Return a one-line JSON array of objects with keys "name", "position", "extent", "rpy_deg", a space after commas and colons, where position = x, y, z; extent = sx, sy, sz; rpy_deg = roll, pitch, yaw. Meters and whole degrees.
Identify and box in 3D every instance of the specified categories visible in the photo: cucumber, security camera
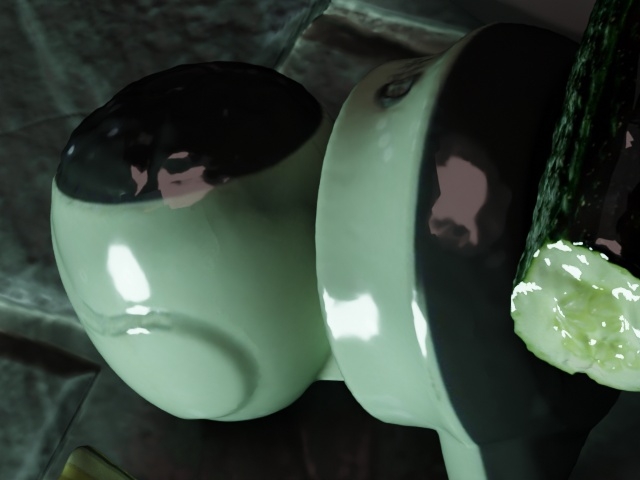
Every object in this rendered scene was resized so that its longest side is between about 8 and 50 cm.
[{"name": "cucumber", "position": [0.136, -0.062, 0.716], "extent": [0.074, 0.074, 0.241], "rpy_deg": [10, 70, 20]}, {"name": "security camera", "position": [0.000, 0.000, 0.846], "extent": [0.277, 0.191, 0.197], "rpy_deg": [-1, 31, 29]}]

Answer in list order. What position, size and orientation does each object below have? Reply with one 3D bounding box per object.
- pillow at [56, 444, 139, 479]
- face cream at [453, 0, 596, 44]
[{"name": "pillow", "position": [-0.096, 0.227, 0.849], "extent": [0.208, 0.052, 0.212], "rpy_deg": [24, 74, 29]}, {"name": "face cream", "position": [0.170, -0.241, 0.897], "extent": [0.357, 0.219, 0.312], "rpy_deg": [38, 83, 28]}]
